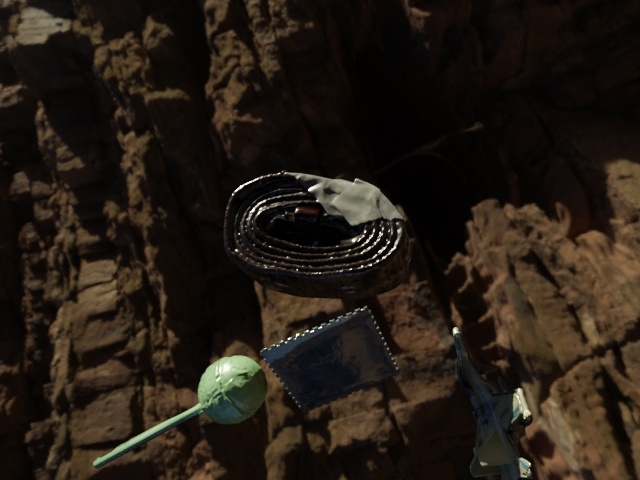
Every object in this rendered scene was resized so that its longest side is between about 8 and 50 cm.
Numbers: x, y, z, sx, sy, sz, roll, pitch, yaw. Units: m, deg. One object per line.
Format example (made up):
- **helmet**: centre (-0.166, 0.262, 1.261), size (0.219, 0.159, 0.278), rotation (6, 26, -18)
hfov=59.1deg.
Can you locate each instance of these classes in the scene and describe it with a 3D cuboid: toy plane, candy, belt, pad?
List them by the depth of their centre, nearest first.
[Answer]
- **toy plane**: centre (0.252, 0.239, 0.838), size (0.192, 0.088, 0.262), rotation (101, 172, -46)
- **belt**: centre (0.000, 0.000, 0.895), size (0.164, 0.289, 0.184), rotation (64, -143, -64)
- **candy**: centre (-0.285, 0.352, 1.082), size (0.119, 0.440, 0.119), rotation (49, -159, -25)
- **pad**: centre (0.030, 0.284, 1.312), size (0.012, 0.269, 0.269), rotation (-108, -8, -51)

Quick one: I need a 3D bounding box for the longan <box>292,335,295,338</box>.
- **longan**: centre (-0.057, 0.268, 1.393), size (0.075, 0.075, 0.083), rotation (-96, -12, -65)
